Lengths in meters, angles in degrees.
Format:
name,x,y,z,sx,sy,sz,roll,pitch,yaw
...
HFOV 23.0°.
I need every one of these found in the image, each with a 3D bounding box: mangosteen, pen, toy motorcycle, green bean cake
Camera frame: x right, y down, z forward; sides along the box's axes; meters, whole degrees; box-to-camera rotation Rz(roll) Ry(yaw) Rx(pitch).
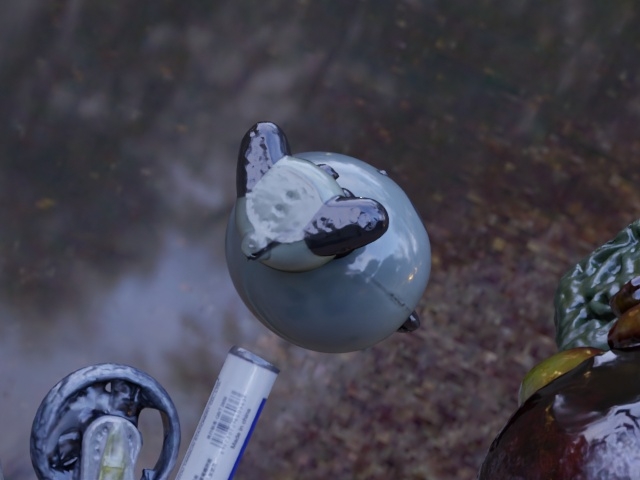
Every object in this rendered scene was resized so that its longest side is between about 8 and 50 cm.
name,x,y,z,sx,sy,sz,roll,pitch,yaw
mangosteen,0.183,0.131,0.810,0.228,0.228,0.265,13,54,-18
pen,-0.067,0.144,0.686,0.025,0.204,0.025,22,-5,2
toy motorcycle,-0.188,0.242,0.960,0.223,0.340,0.108,3,2,-21
green bean cake,0.265,0.049,1.180,0.094,0.183,0.185,48,22,-16

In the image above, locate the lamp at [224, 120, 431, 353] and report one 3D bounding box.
name,x,y,z,sx,sy,sz,roll,pitch,yaw
lamp,0.000,0.000,1.408,0.198,0.197,0.244,34,-10,20
